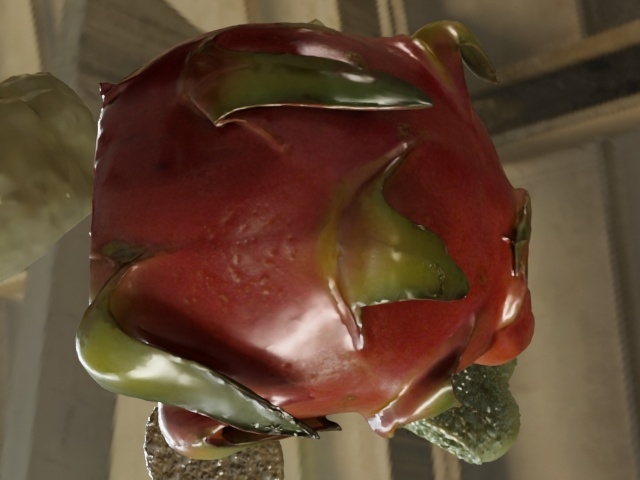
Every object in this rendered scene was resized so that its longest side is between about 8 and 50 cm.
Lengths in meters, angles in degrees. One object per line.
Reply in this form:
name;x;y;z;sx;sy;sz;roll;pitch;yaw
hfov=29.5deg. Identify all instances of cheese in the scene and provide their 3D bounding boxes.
cheese;-0.301;-0.007;0.868;0.326;0.115;0.318;-25;-166;26

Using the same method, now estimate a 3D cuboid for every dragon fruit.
dragon fruit;-0.005;-0.001;0.594;0.227;0.224;0.224;3;-107;4

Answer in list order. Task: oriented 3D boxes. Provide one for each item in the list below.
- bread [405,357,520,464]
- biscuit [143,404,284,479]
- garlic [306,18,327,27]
bread;0.104;0.104;1.301;0.056;0.286;0.207;-41;-154;54
biscuit;-0.078;0.158;0.877;0.120;0.015;0.120;5;-79;27
garlic;0.010;-0.203;1.326;0.053;0.083;0.041;-44;-172;49
